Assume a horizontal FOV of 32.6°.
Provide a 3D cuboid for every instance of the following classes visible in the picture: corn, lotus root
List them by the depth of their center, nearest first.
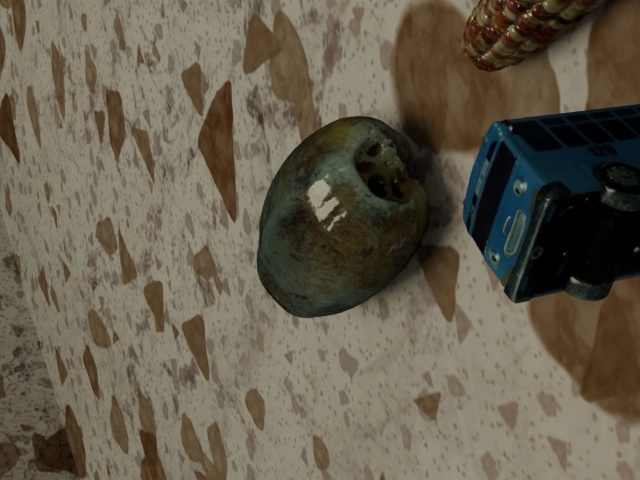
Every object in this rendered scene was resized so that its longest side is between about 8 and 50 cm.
[{"bbox_3d":[0.171,-0.193,0.784,0.237,0.080,0.079,-39,65,63],"label":"corn"},{"bbox_3d":[0.000,0.000,1.102,0.158,0.140,0.322,68,153,19],"label":"lotus root"}]

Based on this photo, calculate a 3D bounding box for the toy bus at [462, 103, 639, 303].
[{"bbox_3d":[0.183,-0.029,0.695,0.106,0.185,0.090,56,144,41],"label":"toy bus"}]
